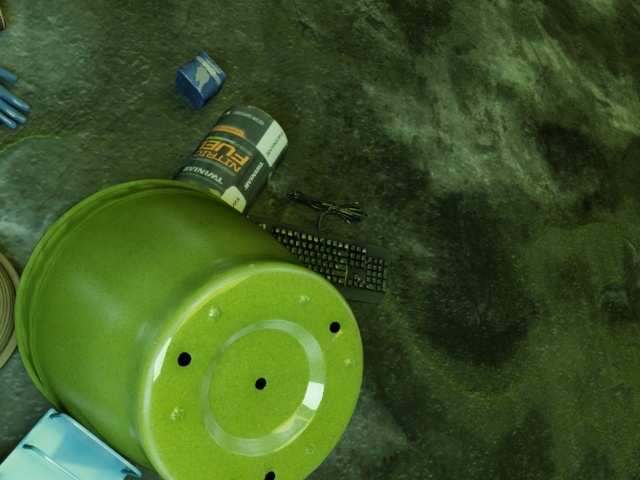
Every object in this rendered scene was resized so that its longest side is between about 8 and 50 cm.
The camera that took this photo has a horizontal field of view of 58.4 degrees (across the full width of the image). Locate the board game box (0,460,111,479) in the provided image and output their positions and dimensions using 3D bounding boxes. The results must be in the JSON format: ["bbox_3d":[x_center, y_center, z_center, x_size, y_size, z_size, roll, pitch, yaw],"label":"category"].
[{"bbox_3d":[-0.334,0.403,0.664,0.141,0.144,0.276,8,71,-30],"label":"board game box"}]

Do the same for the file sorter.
[{"bbox_3d":[-0.284,0.277,0.584,0.118,0.104,0.170,45,56,-14],"label":"file sorter"}]

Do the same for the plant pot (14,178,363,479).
[{"bbox_3d":[-0.141,0.118,0.681,0.366,0.352,0.367,-6,101,-33],"label":"plant pot"}]

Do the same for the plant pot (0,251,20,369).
[{"bbox_3d":[-0.487,0.084,0.693,0.237,0.109,0.238,9,71,-29],"label":"plant pot"}]

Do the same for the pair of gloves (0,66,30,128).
[{"bbox_3d":[-0.513,-0.188,0.798,0.159,0.023,0.198,46,54,-30],"label":"pair of gloves"}]

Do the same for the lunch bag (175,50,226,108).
[{"bbox_3d":[-0.205,-0.278,0.993,0.065,0.098,0.067,-44,102,-15],"label":"lunch bag"}]

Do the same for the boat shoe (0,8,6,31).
[{"bbox_3d":[-0.509,-0.411,0.859,0.073,0.073,0.207,-21,87,-33],"label":"boat shoe"}]

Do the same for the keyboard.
[{"bbox_3d":[0.000,0.000,1.070,0.316,0.033,0.202,13,68,-29],"label":"keyboard"}]

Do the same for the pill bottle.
[{"bbox_3d":[-0.161,-0.097,0.940,0.130,0.130,0.246,38,59,-16],"label":"pill bottle"}]
